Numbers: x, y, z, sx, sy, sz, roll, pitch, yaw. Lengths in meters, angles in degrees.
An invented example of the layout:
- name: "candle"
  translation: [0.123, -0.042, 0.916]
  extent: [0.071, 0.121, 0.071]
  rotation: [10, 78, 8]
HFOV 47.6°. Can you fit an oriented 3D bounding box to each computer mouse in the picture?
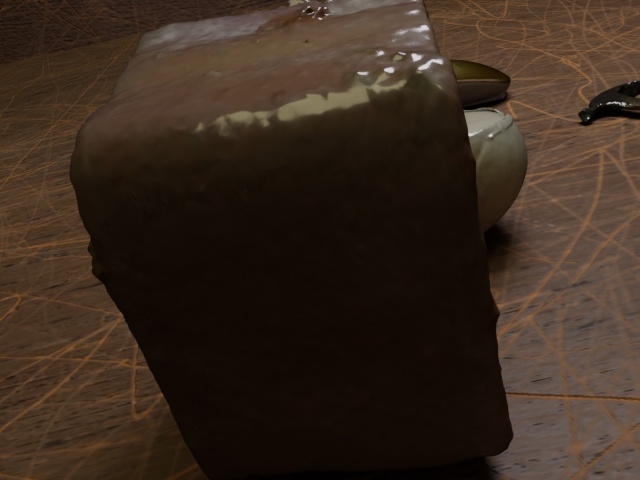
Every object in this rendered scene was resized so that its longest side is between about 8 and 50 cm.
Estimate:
- name: "computer mouse"
  translation: [0.146, -0.242, 1.170]
  extent: [0.310, 0.071, 0.158]
  rotation: [-13, 25, -1]

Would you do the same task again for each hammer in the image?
- name: "hammer"
  translation: [0.488, -0.163, 0.925]
  extent: [0.125, 0.027, 0.297]
  rotation: [-34, 34, -28]

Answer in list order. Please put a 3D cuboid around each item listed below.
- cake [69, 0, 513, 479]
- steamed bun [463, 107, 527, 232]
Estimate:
- name: "cake"
  translation: [0.000, 0.000, 0.518]
  extent: [0.230, 0.308, 0.237]
  rotation: [-11, 31, 12]
- name: "steamed bun"
  translation: [0.102, -0.055, 0.761]
  extent: [0.228, 0.130, 0.177]
  rotation: [-15, 17, -2]
